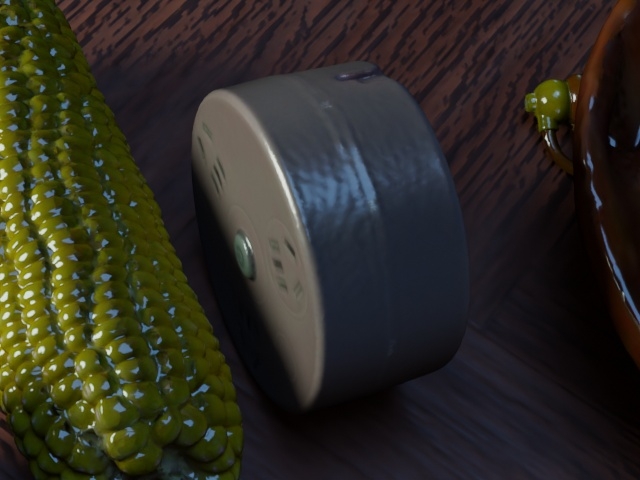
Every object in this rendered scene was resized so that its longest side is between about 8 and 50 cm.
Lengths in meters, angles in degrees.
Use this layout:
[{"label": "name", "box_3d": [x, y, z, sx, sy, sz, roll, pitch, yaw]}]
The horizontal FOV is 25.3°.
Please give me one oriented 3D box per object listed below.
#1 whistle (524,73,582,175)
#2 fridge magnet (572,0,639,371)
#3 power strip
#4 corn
[{"label": "whistle", "box_3d": [0.168, -0.067, 0.787, 0.109, 0.057, 0.046, -8, 14, -4]}, {"label": "fridge magnet", "box_3d": [0.294, -0.014, 0.687, 0.363, 0.155, 0.363, 7, 63, -14]}, {"label": "power strip", "box_3d": [0.000, 0.000, 0.644, 0.078, 0.154, 0.154, -15, 61, -21]}, {"label": "corn", "box_3d": [-0.119, 0.003, 0.650, 0.101, 0.101, 0.310, -17, 64, -19]}]
